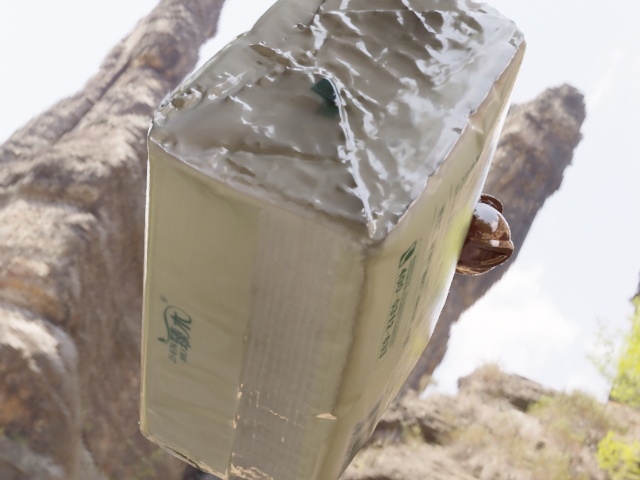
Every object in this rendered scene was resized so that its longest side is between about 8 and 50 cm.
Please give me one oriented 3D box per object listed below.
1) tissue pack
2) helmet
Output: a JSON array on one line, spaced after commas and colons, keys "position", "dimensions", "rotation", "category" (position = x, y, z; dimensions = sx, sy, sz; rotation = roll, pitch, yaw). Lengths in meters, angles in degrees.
[{"position": [0.000, 0.000, 0.921], "dimensions": [0.207, 0.297, 0.380], "rotation": [27, -41, 14], "category": "tissue pack"}, {"position": [0.168, 0.002, 1.161], "dimensions": [0.057, 0.111, 0.089], "rotation": [34, -56, 41], "category": "helmet"}]
